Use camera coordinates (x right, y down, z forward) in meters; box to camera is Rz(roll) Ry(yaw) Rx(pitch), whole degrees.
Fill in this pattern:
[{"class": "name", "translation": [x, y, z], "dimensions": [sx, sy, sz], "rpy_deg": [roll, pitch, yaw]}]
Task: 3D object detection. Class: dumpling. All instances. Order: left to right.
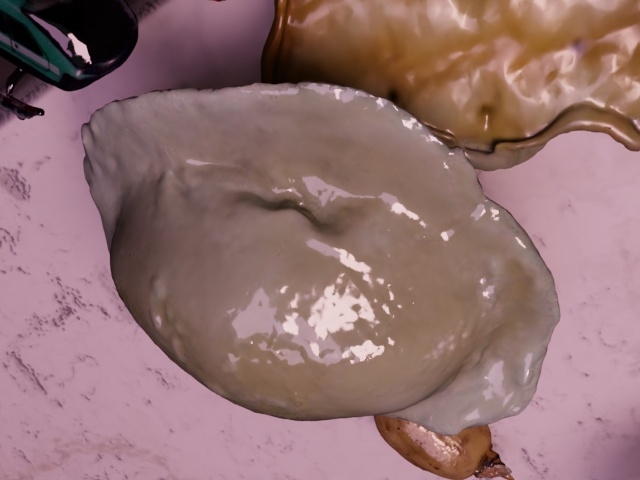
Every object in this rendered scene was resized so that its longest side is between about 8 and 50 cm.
[{"class": "dumpling", "translation": [-0.005, 0.026, 0.727], "dimensions": [0.321, 0.270, 0.211], "rpy_deg": [7, 83, -22]}]

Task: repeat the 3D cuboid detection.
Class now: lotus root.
[{"class": "lotus root", "translation": [0.103, 0.172, 0.907], "dimensions": [0.152, 0.063, 0.072], "rpy_deg": [31, 114, 1]}]

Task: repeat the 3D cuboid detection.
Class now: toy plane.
[{"class": "toy plane", "translation": [-0.259, -0.215, 0.723], "dimensions": [0.382, 0.106, 0.155], "rpy_deg": [34, 150, 9]}]

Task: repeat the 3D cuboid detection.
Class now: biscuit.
[{"class": "biscuit", "translation": [0.137, -0.149, 0.695], "dimensions": [0.335, 0.078, 0.329], "rpy_deg": [36, 121, -7]}]
